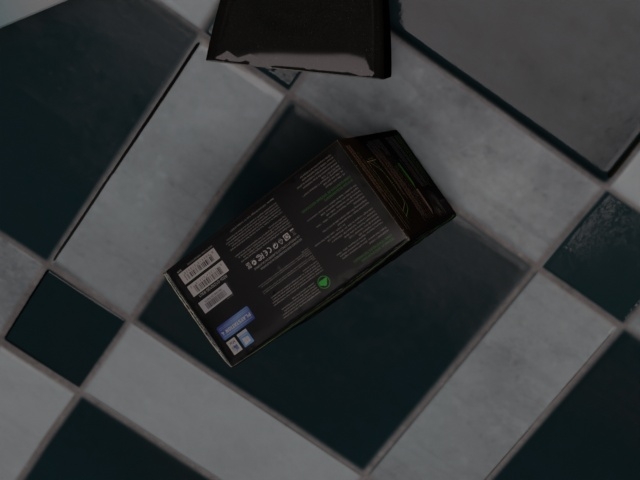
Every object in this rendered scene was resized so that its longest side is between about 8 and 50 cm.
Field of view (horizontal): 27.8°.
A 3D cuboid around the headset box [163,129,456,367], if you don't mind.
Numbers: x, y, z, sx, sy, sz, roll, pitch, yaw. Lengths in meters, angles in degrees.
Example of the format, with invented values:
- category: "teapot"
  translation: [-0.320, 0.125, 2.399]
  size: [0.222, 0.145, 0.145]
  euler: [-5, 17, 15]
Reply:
- category: "headset box"
  translation: [0.000, 0.000, 1.455]
  size: [0.246, 0.283, 0.131]
  euler: [-36, 86, 17]

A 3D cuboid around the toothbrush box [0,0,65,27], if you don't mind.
- category: "toothbrush box"
  translation: [-0.376, -0.351, 1.416]
  size: [0.295, 0.126, 0.216]
  euler: [-21, 117, 9]

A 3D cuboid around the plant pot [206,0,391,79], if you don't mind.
- category: "plant pot"
  translation: [-0.010, -0.269, 1.413]
  size: [0.187, 0.188, 0.167]
  euler: [7, 98, 5]
